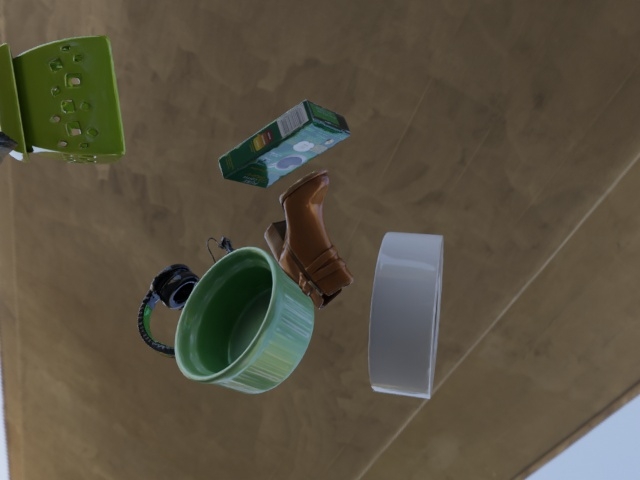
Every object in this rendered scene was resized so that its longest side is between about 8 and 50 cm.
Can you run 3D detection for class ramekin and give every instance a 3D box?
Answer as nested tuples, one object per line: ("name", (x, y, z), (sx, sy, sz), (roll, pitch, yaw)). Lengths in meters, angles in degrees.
("ramekin", (-0.157, 0.180, 1.196), (0.303, 0.303, 0.148), (-20, -42, 35))

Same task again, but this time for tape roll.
("tape roll", (0.155, 0.126, 0.971), (0.100, 0.286, 0.286), (4, -60, 15))

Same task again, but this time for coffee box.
("coffee box", (-0.058, -0.146, 0.868), (0.184, 0.113, 0.040), (-28, -107, 29))

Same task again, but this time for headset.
("headset", (-0.363, 0.164, 1.639), (0.243, 0.394, 0.185), (18, -25, 18))

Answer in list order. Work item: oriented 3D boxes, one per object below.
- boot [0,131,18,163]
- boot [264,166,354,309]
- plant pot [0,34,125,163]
("boot", (-0.532, -0.101, 0.826), (0.083, 0.161, 0.246), (35, -10, -22))
("boot", (0.000, 0.000, 0.815), (0.152, 0.073, 0.197), (53, -37, 17))
("plant pot", (-0.513, -0.261, 1.084), (0.227, 0.207, 0.228), (5, -78, 64))
